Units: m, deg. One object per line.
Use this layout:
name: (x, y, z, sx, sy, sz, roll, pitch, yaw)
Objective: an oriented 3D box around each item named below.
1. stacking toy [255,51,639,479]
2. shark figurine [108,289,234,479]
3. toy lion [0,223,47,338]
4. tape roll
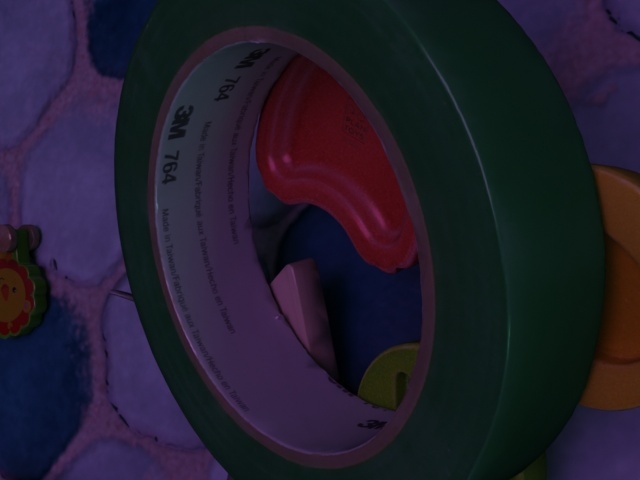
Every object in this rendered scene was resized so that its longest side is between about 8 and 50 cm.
stacking toy: (0.094, 0.017, 0.615, 0.309, 0.130, 0.280, 45, 133, 32)
shark figurine: (-0.066, 0.167, 0.662, 0.166, 0.116, 0.278, -7, 81, 30)
toy lion: (-0.274, 0.036, 0.864, 0.100, 0.034, 0.096, -6, 87, 32)
tape roll: (0.000, 0.000, 0.558, 0.321, 0.077, 0.321, 19, 115, 45)
